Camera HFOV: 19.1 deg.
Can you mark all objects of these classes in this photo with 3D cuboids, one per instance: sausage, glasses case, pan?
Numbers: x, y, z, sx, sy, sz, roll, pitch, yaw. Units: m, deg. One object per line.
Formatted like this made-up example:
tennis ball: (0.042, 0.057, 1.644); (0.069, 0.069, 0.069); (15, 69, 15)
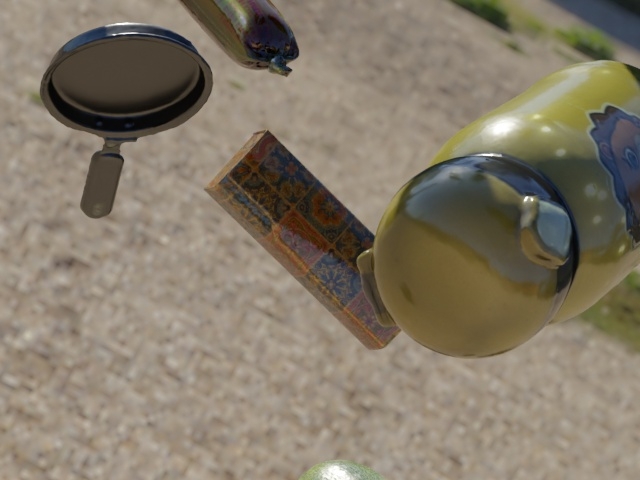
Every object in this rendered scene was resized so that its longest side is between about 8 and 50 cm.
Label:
sausage: (-0.119, -0.269, 1.918); (0.082, 0.082, 0.371); (14, 27, -44)
glasses case: (0.000, 0.000, 1.733); (0.218, 0.075, 0.049); (45, -17, -12)
pan: (-0.166, -0.097, 1.538); (0.136, 0.235, 0.028); (3, 53, -17)

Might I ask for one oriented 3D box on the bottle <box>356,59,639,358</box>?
bottle: (0.159, -0.017, 1.429); (0.171, 0.171, 0.351); (33, 30, 14)

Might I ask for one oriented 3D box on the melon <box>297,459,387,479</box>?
melon: (0.037, 0.322, 2.054); (0.139, 0.139, 0.192); (14, 30, -43)
